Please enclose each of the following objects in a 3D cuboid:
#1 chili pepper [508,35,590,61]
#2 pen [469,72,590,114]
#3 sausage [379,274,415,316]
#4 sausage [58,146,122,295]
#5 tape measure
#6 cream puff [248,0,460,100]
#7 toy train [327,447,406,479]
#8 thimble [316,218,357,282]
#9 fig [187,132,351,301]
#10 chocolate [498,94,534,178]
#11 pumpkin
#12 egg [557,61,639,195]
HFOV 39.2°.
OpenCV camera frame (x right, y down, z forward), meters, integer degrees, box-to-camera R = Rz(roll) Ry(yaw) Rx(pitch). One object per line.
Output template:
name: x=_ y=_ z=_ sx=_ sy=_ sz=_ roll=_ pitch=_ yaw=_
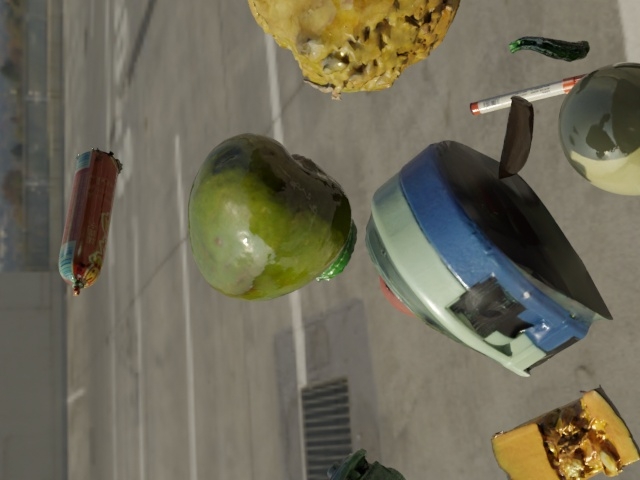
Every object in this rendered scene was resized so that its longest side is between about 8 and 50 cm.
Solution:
chili pepper: x=0.337 y=-0.278 z=1.308 sx=0.055 sy=0.118 sz=0.035 roll=121 pitch=149 yaw=-85
pen: x=0.383 y=-0.263 z=1.608 sx=0.239 sy=0.028 sz=0.028 roll=-10 pitch=77 yaw=30
sausage: x=0.256 y=0.103 z=2.000 sx=0.280 sy=0.152 sz=0.152 roll=16 pitch=109 yaw=32
sausage: x=-0.377 y=-0.025 z=1.450 sx=0.083 sy=0.083 sz=0.264 roll=116 pitch=159 yaw=-52
tape measure: x=0.183 y=0.013 z=1.084 sx=0.138 sy=0.262 sz=0.259 roll=-46 pitch=44 yaw=26
cream puff: x=0.024 y=-0.208 z=0.723 sx=0.129 sy=0.189 sz=0.189 roll=-76 pitch=-7 yaw=-72
toy train: x=0.010 y=0.395 z=1.102 sx=0.150 sy=0.304 sz=0.221 roll=36 pitch=115 yaw=17
thimble: x=0.000 y=0.000 z=1.524 sx=0.118 sy=0.090 sz=0.130 roll=-14 pitch=51 yaw=54
fig: x=-0.065 y=-0.020 z=0.996 sx=0.191 sy=0.181 sz=0.181 roll=-61 pitch=29 yaw=20
chocolate: x=0.235 y=-0.120 z=1.067 sx=0.064 sy=0.031 sz=0.100 roll=-21 pitch=-58 yaw=-64
pumpkin: x=0.383 y=0.337 z=1.443 sx=0.280 sy=0.190 sz=0.139 roll=64 pitch=-179 yaw=-71
egg: x=0.449 y=-0.157 z=1.295 sx=0.186 sy=0.242 sz=0.186 roll=-25 pitch=56 yaw=45
